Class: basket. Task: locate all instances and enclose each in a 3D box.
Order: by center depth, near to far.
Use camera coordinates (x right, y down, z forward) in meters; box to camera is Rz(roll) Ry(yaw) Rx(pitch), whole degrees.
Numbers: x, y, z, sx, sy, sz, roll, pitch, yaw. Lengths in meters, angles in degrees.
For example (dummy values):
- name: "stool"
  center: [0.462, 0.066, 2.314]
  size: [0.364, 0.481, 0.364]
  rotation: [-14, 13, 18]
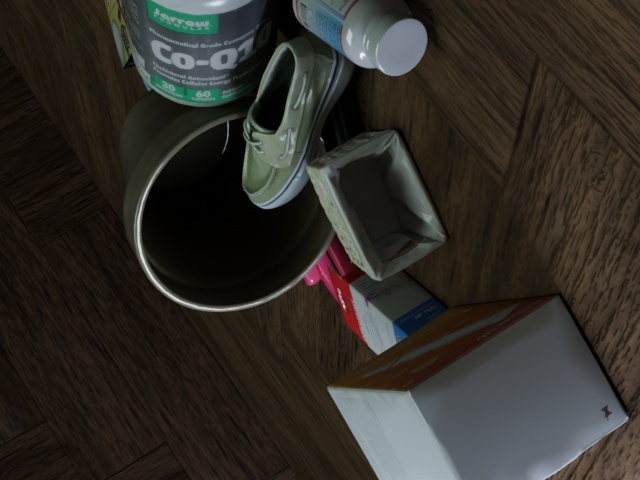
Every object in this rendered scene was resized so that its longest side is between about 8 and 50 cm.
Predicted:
- name: "basket"
  center: [0.068, -0.050, 1.639]
  size: [0.167, 0.113, 0.103]
  rotation: [64, 168, -18]

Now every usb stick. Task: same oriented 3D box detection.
- name: "usb stick"
  center: [0.038, -0.106, 1.750]
  size: [0.077, 0.045, 0.278]
  rotation: [53, 165, 47]

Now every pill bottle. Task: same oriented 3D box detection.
- name: "pill bottle"
  center: [0.044, -0.241, 1.395]
  size: [0.160, 0.087, 0.087]
  rotation: [44, 158, 44]
- name: "pill bottle"
  center: [-0.149, -0.335, 1.602]
  size: [0.204, 0.204, 0.361]
  rotation: [55, 165, 16]

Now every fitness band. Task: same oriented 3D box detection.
- name: "fitness band"
  center: [0.000, 0.000, 2.064]
  size: [0.291, 0.054, 0.209]
  rotation: [61, 162, -12]

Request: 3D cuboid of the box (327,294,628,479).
- name: "box"
  center: [0.176, 0.196, 1.561]
  size: [0.168, 0.215, 0.345]
  rotation: [60, 164, -3]

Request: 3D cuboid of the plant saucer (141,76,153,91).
- name: "plant saucer"
  center: [-0.214, -0.205, 2.232]
  size: [0.317, 0.043, 0.317]
  rotation: [46, 171, 10]

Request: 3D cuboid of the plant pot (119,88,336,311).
- name: "plant pot"
  center: [-0.164, -0.100, 1.902]
  size: [0.280, 0.323, 0.323]
  rotation: [49, 162, 51]

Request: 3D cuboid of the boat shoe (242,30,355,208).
- name: "boat shoe"
  center: [-0.053, -0.156, 1.646]
  size: [0.109, 0.094, 0.302]
  rotation: [56, 140, 30]

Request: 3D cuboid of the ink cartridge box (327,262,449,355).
- name: "ink cartridge box"
  center: [0.109, 0.114, 1.872]
  size: [0.231, 0.078, 0.134]
  rotation: [42, 156, 47]

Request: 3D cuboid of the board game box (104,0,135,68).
- name: "board game box"
  center: [-0.303, -0.379, 2.041]
  size: [0.243, 0.042, 0.165]
  rotation: [169, 86, -74]
